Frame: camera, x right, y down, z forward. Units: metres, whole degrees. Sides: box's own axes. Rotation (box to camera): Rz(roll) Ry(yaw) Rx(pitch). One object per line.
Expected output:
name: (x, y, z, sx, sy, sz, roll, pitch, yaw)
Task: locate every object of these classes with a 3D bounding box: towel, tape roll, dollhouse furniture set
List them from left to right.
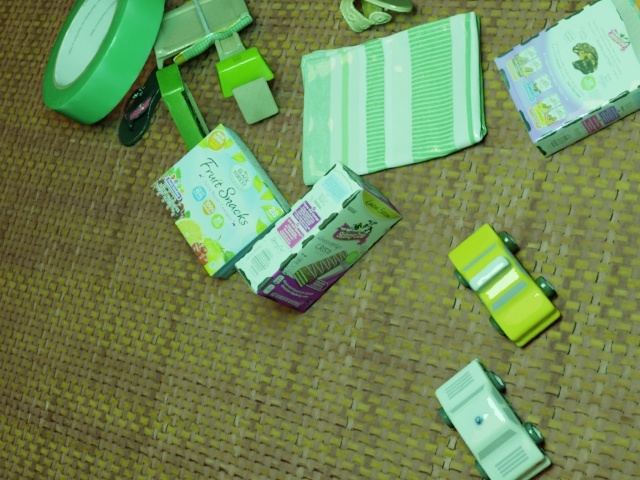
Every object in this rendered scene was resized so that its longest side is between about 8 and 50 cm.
tape roll: (-0.421, -0.382, 1.891, 0.321, 0.077, 0.321, -32, 45, 38)
dollhouse furniture set: (-0.196, -0.323, 1.821, 0.197, 0.151, 0.301, -23, 43, 1)
towel: (0.114, -0.237, 1.634, 0.325, 0.038, 0.248, -10, 70, 26)

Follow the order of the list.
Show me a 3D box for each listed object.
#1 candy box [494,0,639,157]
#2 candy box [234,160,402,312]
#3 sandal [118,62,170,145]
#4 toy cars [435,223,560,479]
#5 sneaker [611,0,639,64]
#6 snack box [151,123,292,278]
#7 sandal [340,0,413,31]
candy box: (0.384, -0.245, 1.464, 0.196, 0.070, 0.165, -28, 62, 20)
candy box: (0.000, 0.000, 1.549, 0.233, 0.159, 0.071, -46, 60, 10)
sandal: (-0.349, -0.269, 1.902, 0.067, 0.040, 0.179, 27, 88, 33)
toy cars: (0.244, 0.156, 1.403, 0.176, 0.087, 0.393, -1, 74, 29)
sneaker: (0.488, -0.347, 1.385, 0.121, 0.108, 0.302, -41, 46, 37)
snack box: (-0.167, -0.067, 1.699, 0.174, 0.070, 0.207, -39, 72, 12)
sandal: (0.069, -0.404, 1.707, 0.240, 0.088, 0.079, 37, 125, 40)
